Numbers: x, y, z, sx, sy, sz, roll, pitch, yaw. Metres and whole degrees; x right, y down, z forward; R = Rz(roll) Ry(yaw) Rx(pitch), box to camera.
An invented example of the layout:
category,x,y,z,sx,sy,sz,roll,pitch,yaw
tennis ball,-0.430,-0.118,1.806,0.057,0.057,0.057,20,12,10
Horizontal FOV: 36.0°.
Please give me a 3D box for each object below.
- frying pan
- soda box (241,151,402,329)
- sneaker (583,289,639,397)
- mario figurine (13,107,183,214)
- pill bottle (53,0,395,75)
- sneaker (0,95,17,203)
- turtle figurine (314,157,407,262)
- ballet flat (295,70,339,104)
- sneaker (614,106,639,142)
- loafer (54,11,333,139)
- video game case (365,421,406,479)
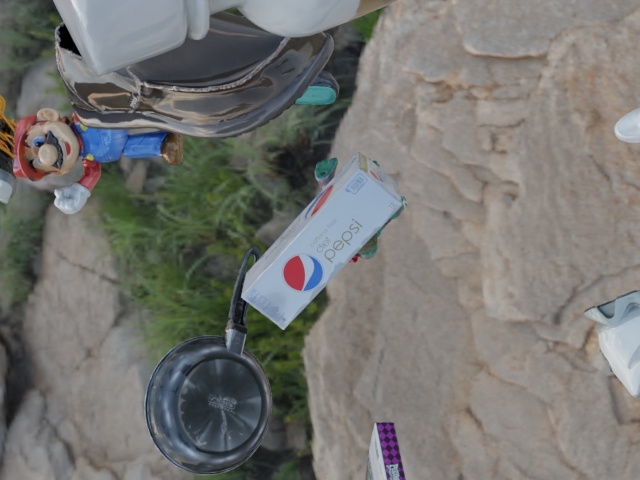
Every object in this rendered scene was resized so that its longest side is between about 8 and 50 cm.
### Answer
category,x,y,z,sx,sy,sz,roll,pitch,yaw
frying pan,-0.116,0.186,1.424,0.197,0.326,0.053,46,154,-17
soda box,0.000,0.000,1.173,0.069,0.074,0.216,39,107,-14
sneaker,0.491,0.089,1.158,0.330,0.122,0.146,-28,73,31
mario figurine,-0.410,-0.167,1.746,0.320,0.170,0.198,-11,72,-1
pill bottle,0.004,-0.149,0.359,0.131,0.229,0.131,60,167,24
sneaker,-0.394,-0.117,1.158,0.083,0.084,0.215,-46,43,2
turtle figurine,0.071,-0.044,1.784,0.175,0.234,0.118,-10,45,9
ballet flat,-0.069,-0.268,1.705,0.203,0.074,0.074,-1,90,0
sneaker,0.478,-0.182,1.368,0.152,0.061,0.054,-19,62,30
loafer,-0.157,-0.191,1.034,0.365,0.130,0.134,-1,47,34
video game case,0.118,0.472,1.720,0.232,0.041,0.210,-100,11,-49
